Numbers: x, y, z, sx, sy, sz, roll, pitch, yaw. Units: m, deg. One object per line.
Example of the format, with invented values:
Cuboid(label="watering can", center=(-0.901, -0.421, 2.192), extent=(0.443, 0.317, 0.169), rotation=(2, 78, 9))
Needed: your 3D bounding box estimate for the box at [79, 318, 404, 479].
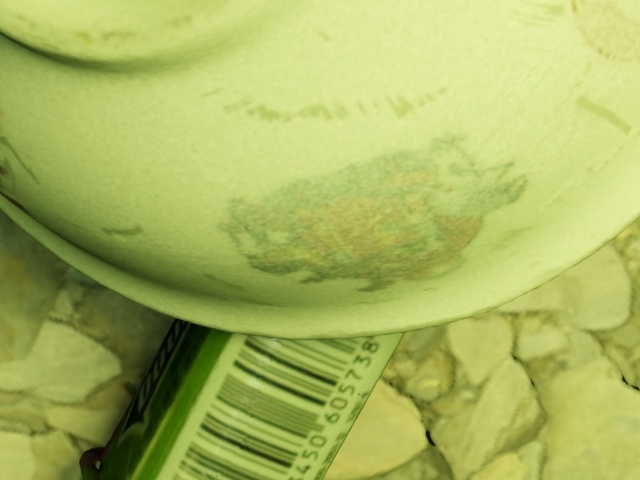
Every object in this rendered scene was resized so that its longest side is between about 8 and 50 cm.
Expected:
Cuboid(label="box", center=(0.000, 0.000, 0.888), extent=(0.097, 0.134, 0.345), rotation=(23, 108, -15))

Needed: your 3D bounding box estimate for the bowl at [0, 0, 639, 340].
Cuboid(label="bowl", center=(-0.039, -0.160, 0.706), extent=(0.435, 0.196, 0.434), rotation=(2, 97, 19))
